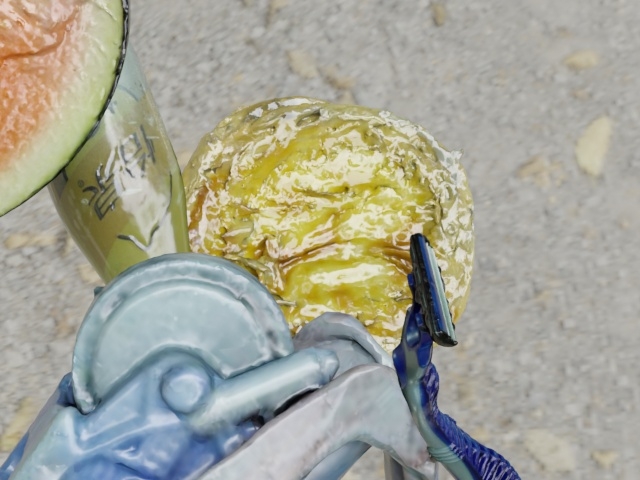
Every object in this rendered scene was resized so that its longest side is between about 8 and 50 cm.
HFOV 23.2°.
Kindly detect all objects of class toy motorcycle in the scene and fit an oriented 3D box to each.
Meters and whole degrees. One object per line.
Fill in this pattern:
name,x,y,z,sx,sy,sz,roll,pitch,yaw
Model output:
toy motorcycle,-0.073,0.175,0.757,0.241,0.182,0.319,39,94,15

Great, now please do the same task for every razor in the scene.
razor,0.047,0.061,0.548,0.028,0.154,0.044,-17,49,7

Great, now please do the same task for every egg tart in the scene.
egg tart,0.000,0.000,1.196,0.252,0.098,0.232,-23,83,-16

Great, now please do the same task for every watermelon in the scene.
watermelon,-0.181,-0.085,0.856,0.119,0.063,0.245,35,101,-31

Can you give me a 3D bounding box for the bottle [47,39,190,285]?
bottle,-0.120,-0.015,0.966,0.083,0.083,0.270,-16,81,-28
